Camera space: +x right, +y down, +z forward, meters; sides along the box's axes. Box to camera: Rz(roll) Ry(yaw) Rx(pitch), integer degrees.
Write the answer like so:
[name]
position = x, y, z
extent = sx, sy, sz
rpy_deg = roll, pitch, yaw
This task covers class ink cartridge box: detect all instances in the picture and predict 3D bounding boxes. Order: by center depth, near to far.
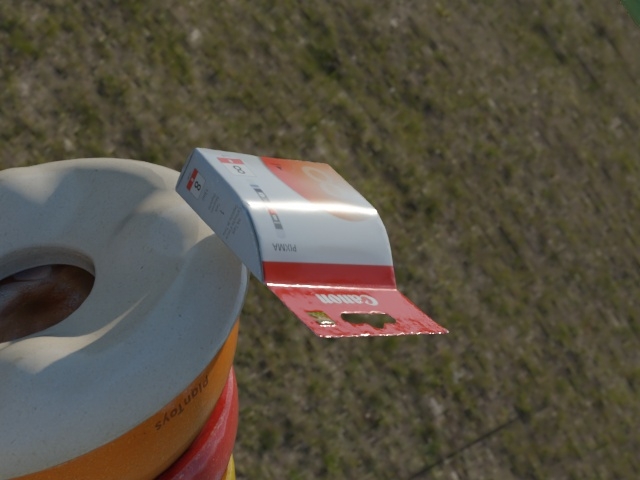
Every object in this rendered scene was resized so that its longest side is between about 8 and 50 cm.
[ink cartridge box]
position = 0.000, 0.000, 0.862
extent = 0.145, 0.045, 0.179
rpy_deg = 3, 30, -47

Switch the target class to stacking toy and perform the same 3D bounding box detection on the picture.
[stacking toy]
position = -0.189, 0.202, 1.038
extent = 0.351, 0.350, 0.480
rpy_deg = -84, 164, -52

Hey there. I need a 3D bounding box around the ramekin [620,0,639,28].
[ramekin]
position = 0.269, -0.133, 0.509
extent = 0.303, 0.148, 0.303
rpy_deg = 43, -5, 5
